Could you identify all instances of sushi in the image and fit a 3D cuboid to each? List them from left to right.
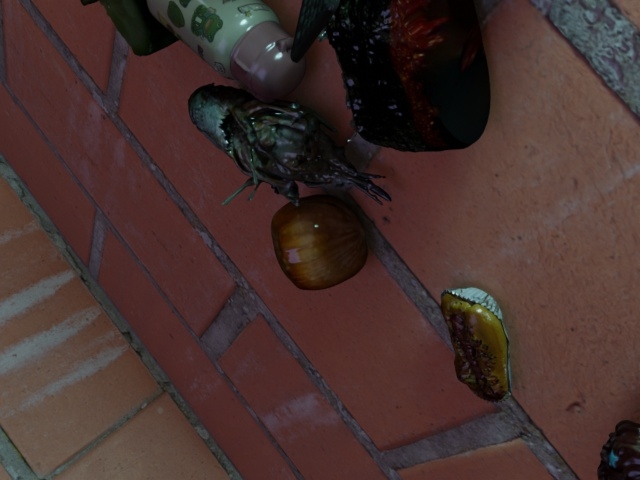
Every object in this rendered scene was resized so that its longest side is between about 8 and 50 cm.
[{"bbox_3d":[0.094,-0.197,0.742,0.126,0.136,0.225,16,143,47],"label":"sushi"}]

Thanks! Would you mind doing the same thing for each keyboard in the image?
[{"bbox_3d":[0.011,-0.256,0.652,0.103,0.041,0.381,142,136,-58],"label":"keyboard"}]

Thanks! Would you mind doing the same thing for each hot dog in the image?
[{"bbox_3d":[0.223,0.150,0.971,0.108,0.059,0.191,19,135,50],"label":"hot dog"}]

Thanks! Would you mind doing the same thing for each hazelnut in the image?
[{"bbox_3d":[0.000,0.000,1.076,0.150,0.150,0.150,34,143,31],"label":"hazelnut"}]

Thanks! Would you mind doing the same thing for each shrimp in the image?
[{"bbox_3d":[-0.066,-0.120,1.011,0.372,0.137,0.172,39,118,34],"label":"shrimp"}]

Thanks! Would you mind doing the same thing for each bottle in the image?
[{"bbox_3d":[-0.126,-0.295,0.964,0.253,0.120,0.120,44,147,19],"label":"bottle"}]

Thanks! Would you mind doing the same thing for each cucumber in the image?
[{"bbox_3d":[-0.288,-0.404,1.087,0.191,0.130,0.191,37,151,24],"label":"cucumber"}]

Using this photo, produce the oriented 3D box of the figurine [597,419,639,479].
[{"bbox_3d":[0.405,0.250,0.759,0.174,0.116,0.240,47,147,13],"label":"figurine"}]
